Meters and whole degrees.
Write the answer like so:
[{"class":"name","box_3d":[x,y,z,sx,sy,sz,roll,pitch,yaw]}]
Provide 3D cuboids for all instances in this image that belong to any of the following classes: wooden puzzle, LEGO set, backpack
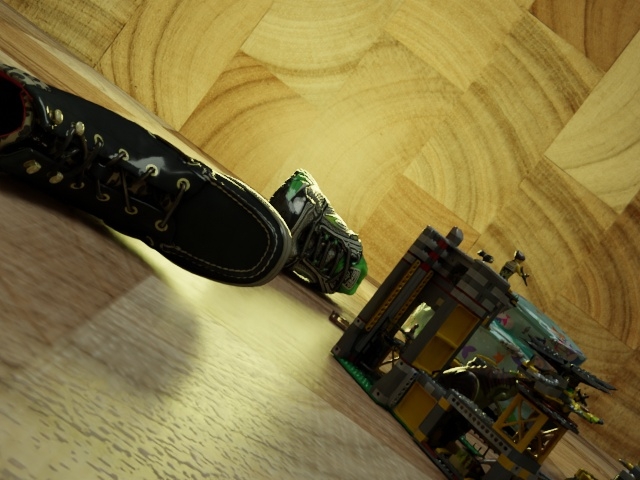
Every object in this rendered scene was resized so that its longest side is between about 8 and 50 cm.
[{"class":"wooden puzzle","box_3d":[0.033,0.112,1.023,0.049,0.006,0.083,37,3,2]},{"class":"LEGO set","box_3d":[0.184,0.126,0.746,0.255,0.192,0.331,36,3,-28]},{"class":"backpack","box_3d":[0.251,0.165,1.165,0.254,0.191,0.225,32,3,3]}]

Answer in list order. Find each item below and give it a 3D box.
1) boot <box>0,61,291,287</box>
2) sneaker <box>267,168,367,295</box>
[{"class":"boot","box_3d":[-0.147,-0.043,0.568,0.236,0.085,0.178,31,3,18]},{"class":"sneaker","box_3d":[0.000,0.000,1.149,0.146,0.134,0.343,39,3,18]}]
